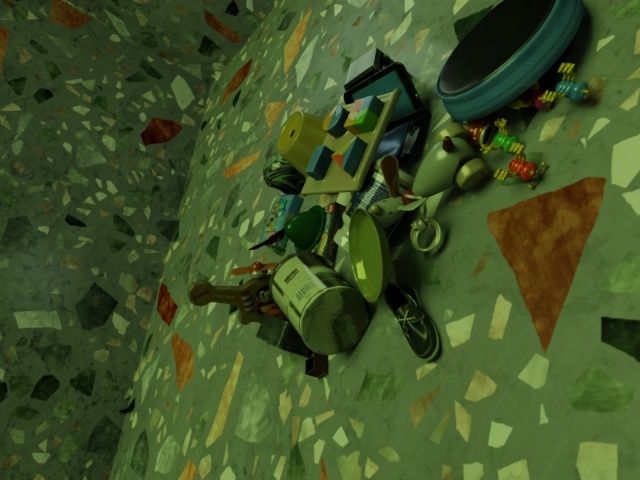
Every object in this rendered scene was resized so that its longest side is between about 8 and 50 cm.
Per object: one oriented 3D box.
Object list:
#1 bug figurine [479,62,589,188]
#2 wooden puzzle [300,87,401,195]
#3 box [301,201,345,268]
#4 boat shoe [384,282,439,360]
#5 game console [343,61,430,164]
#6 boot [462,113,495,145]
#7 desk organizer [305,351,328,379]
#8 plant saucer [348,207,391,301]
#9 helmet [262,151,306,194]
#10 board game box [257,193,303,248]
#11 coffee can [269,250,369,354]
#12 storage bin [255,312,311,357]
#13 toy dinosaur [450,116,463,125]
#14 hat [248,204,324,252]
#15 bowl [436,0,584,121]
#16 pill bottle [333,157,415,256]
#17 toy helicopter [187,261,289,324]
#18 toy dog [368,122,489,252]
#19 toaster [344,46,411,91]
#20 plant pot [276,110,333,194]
[{"bbox_3d":[0.477,-0.259,1.280,0.279,0.072,0.216,-61,22,16],"label":"bug figurine"},{"bbox_3d":[0.067,-0.292,1.690,0.348,0.080,0.322,-1,64,61],"label":"wooden puzzle"},{"bbox_3d":[0.000,0.000,1.903,0.159,0.044,0.233,-22,50,52],"label":"box"},{"bbox_3d":[0.212,0.192,1.368,0.084,0.079,0.233,-49,34,24],"label":"boat shoe"},{"bbox_3d":[0.172,-0.356,1.753,0.293,0.173,0.250,-15,48,55],"label":"game console"},{"bbox_3d":[0.418,-0.309,1.444,0.085,0.059,0.158,27,95,53],"label":"boot"},{"bbox_3d":[-0.011,0.329,1.659,0.047,0.050,0.130,-38,38,40],"label":"desk organizer"},{"bbox_3d":[0.127,0.034,1.445,0.241,0.037,0.241,172,90,-76],"label":"plant saucer"},{"bbox_3d":[-0.137,-0.270,2.218,0.169,0.161,0.169,-39,38,39],"label":"helmet"},{"bbox_3d":[-0.157,-0.076,2.221,0.160,0.047,0.210,9,75,60],"label":"board game box"},{"bbox_3d":[-0.010,0.171,1.623,0.201,0.201,0.275,-61,29,7],"label":"coffee can"},{"bbox_3d":[-0.106,0.292,1.772,0.180,0.122,0.084,6,73,60],"label":"storage bin"},{"bbox_3d":[0.363,-0.328,1.561,0.082,0.047,0.090,-100,30,-73],"label":"toy dinosaur"},{"bbox_3d":[-0.108,-0.058,1.887,0.173,0.183,0.208,-38,38,41],"label":"hat"},{"bbox_3d":[0.444,-0.470,1.404,0.391,0.077,0.391,-44,22,23],"label":"bowl"},{"bbox_3d":[0.155,-0.084,1.597,0.264,0.153,0.153,-59,29,10],"label":"pill bottle"},{"bbox_3d":[-0.254,0.166,1.873,0.140,0.355,0.235,-134,54,-60],"label":"toy helicopter"},{"bbox_3d":[0.250,-0.151,1.399,0.220,0.161,0.333,40,99,34],"label":"toy dog"},{"bbox_3d":[0.185,-0.520,1.877,0.186,0.168,0.110,-23,47,50],"label":"toaster"},{"bbox_3d":[-0.012,-0.319,1.969,0.254,0.239,0.254,-38,40,40],"label":"plant pot"}]
